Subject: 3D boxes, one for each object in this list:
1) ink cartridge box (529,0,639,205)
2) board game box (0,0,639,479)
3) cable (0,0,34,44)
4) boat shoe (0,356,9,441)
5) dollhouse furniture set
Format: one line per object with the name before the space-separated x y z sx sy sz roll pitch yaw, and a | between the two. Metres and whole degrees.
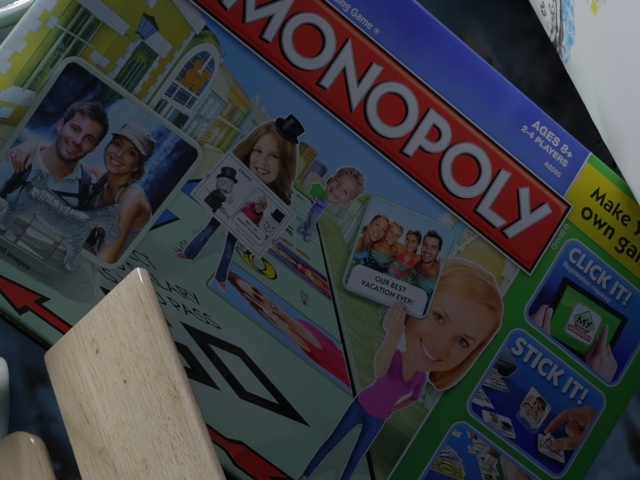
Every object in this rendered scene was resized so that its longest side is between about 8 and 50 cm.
ink cartridge box | 0.185 -0.166 0.665 0.171 0.168 0.232 -19 65 -12
board game box | 0.000 0.000 0.650 0.317 0.046 0.213 38 76 -16
cable | -0.160 -0.171 0.691 0.257 0.089 0.257 21 76 -3
boat shoe | -0.193 0.163 0.613 0.079 0.095 0.254 19 85 -14
dollhouse furniture set | -0.050 0.118 0.607 0.144 0.151 0.123 -42 53 22
